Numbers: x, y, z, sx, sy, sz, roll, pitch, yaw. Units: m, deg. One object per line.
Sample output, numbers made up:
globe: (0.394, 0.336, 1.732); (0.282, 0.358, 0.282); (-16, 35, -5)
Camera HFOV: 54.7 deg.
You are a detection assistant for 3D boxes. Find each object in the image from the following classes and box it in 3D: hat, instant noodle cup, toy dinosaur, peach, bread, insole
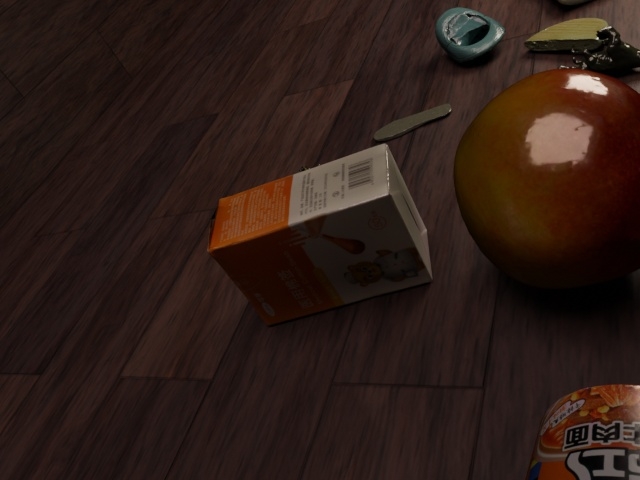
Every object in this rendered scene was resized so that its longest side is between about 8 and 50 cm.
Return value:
hat: (0.379, -0.509, 1.559); (0.138, 0.078, 0.191); (-39, 55, 4)
instant noodle cup: (0.298, 0.271, 0.573); (0.251, 0.250, 0.192); (-6, 35, 31)
toy dinosaur: (0.585, -0.329, 1.244); (0.187, 0.087, 0.178); (-27, 70, 31)
peach: (0.351, -0.081, 0.890); (0.308, 0.307, 0.332); (-30, 40, 2)
bread: (0.572, -0.463, 1.396); (0.112, 0.036, 0.193); (-40, 33, -20)
insole: (0.214, -0.276, 1.451); (0.192, 0.010, 0.063); (-18, 39, 16)

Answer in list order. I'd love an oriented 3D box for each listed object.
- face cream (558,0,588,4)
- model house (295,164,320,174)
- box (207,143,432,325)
face cream: (0.639, -0.717, 1.604); (0.174, 0.081, 0.348); (-22, 37, 13)
model house: (-0.029, -0.147, 1.447); (0.083, 0.057, 0.058); (-49, 9, 7)
box: (0.000, 0.000, 1.100); (0.341, 0.225, 0.143); (-16, 40, 19)
